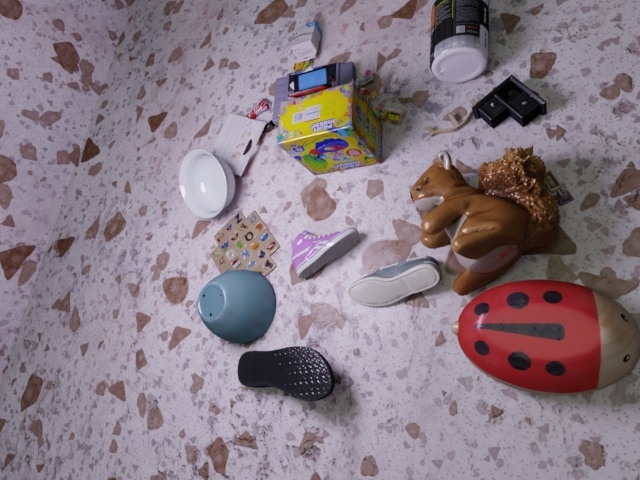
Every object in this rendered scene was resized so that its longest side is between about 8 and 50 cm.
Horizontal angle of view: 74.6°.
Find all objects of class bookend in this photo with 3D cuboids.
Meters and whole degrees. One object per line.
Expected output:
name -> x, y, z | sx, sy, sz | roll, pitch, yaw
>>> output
bookend -> 0.606, -0.420, 1.355 | 0.157, 0.072, 0.156 | -39, 60, 13

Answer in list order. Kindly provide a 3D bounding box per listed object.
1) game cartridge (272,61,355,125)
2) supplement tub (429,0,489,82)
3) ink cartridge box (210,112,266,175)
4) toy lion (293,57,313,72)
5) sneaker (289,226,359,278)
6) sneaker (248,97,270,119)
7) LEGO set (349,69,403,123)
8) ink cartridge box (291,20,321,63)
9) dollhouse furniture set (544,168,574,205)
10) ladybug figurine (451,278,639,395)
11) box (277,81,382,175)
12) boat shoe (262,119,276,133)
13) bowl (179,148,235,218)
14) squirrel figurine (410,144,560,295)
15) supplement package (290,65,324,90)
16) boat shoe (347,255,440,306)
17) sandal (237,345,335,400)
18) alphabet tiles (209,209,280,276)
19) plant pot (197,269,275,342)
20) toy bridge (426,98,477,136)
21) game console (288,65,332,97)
game cartridge -> -0.031, -0.618, 1.763 | 0.356, 0.068, 0.229 | -4, 76, 21
supplement tub -> 0.481, -0.732, 1.456 | 0.194, 0.194, 0.315 | -2, 73, 29
ink cartridge box -> -0.377, -0.432, 1.918 | 0.239, 0.060, 0.274 | 21, 84, 28
toy lion -> -0.085, -0.775, 1.886 | 0.096, 0.034, 0.100 | 5, 77, 38
sneaker -> -0.001, 0.000, 1.541 | 0.282, 0.102, 0.160 | -33, 58, 16
sneaker -> -0.276, -0.596, 1.925 | 0.067, 0.042, 0.118 | 39, 93, 36
LEGO set -> 0.191, -0.538, 1.605 | 0.132, 0.107, 0.286 | -35, 60, 15
ink cartridge box -> -0.065, -0.883, 1.869 | 0.104, 0.060, 0.179 | -6, 58, 27
dollhouse furniture set -> 0.666, -0.156, 1.228 | 0.091, 0.081, 0.114 | -29, 62, 18
ladybug figurine -> 0.570, 0.245, 1.101 | 0.450, 0.162, 0.304 | -6, 72, 28
box -> 0.043, -0.393, 1.538 | 0.290, 0.279, 0.176 | -6, 71, 28
boat shoe -> -0.216, -0.515, 1.866 | 0.133, 0.042, 0.048 | -16, 69, 26
bowl -> -0.470, -0.252, 1.835 | 0.298, 0.134, 0.297 | 10, 108, 33
squirrel figurine -> 0.470, -0.107, 1.250 | 0.397, 0.281, 0.370 | -28, 51, 8
supplement package -> -0.018, -0.552, 1.603 | 0.105, 0.179, 0.105 | -41, 69, 10
boat shoe -> 0.241, 0.130, 1.383 | 0.320, 0.116, 0.099 | -21, 21, 29
sandal -> -0.112, 0.450, 1.465 | 0.446, 0.107, 0.167 | -6, 72, 41
alphabet tiles -> -0.323, 0.042, 1.759 | 0.285, 0.011, 0.342 | -43, 58, 10
plant pot -> -0.346, 0.241, 1.586 | 0.291, 0.195, 0.289 | -7, 74, 27
toy bridge -> 0.464, -0.414, 1.460 | 0.188, 0.026, 0.063 | -30, 63, 18
game console -> -0.040, -0.559, 1.472 | 0.144, 0.124, 0.085 | -9, 104, 19
